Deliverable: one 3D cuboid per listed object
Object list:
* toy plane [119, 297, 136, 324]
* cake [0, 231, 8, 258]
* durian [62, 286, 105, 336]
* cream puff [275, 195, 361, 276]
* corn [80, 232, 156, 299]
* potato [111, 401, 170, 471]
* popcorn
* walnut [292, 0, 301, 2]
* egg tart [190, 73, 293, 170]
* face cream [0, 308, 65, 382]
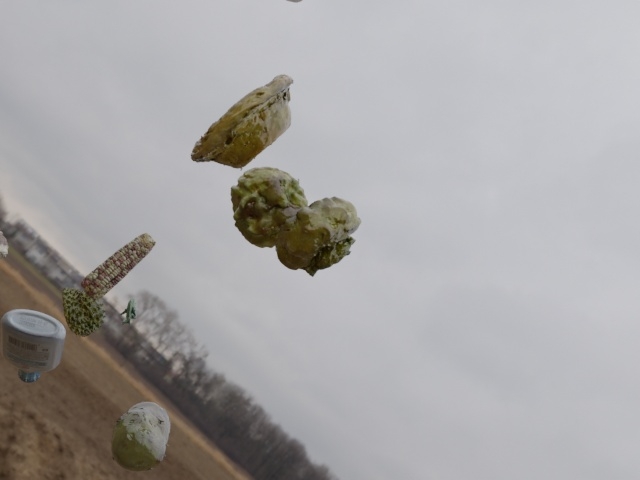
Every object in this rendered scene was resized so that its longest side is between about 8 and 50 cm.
[{"bbox_3d":[-0.573,0.216,2.066,0.080,0.083,0.033,-1,-21,40],"label":"toy plane"},{"bbox_3d":[-1.056,0.017,2.097,0.134,0.135,0.147,20,31,-57],"label":"cake"},{"bbox_3d":[-0.757,0.227,2.210,0.119,0.108,0.187,-105,178,-79],"label":"durian"},{"bbox_3d":[0.002,-0.001,2.079,0.185,0.282,0.282,55,-13,17],"label":"cream puff"},{"bbox_3d":[-0.566,0.068,1.924,0.079,0.237,0.079,45,-10,10],"label":"corn"},{"bbox_3d":[-0.480,0.528,1.837,0.165,0.165,0.262,44,-6,-4],"label":"potato"},{"bbox_3d":[-0.180,-0.121,2.316,0.282,0.282,0.247,43,-4,0],"label":"popcorn"},{"bbox_3d":[-0.080,-0.733,1.922,0.116,0.116,0.207,39,9,12],"label":"walnut"},{"bbox_3d":[-0.155,-0.244,1.507,0.116,0.295,0.295,52,-18,-8],"label":"egg tart"},{"bbox_3d":[-0.788,0.299,1.868,0.163,0.080,0.337,18,-38,-12],"label":"face cream"}]
